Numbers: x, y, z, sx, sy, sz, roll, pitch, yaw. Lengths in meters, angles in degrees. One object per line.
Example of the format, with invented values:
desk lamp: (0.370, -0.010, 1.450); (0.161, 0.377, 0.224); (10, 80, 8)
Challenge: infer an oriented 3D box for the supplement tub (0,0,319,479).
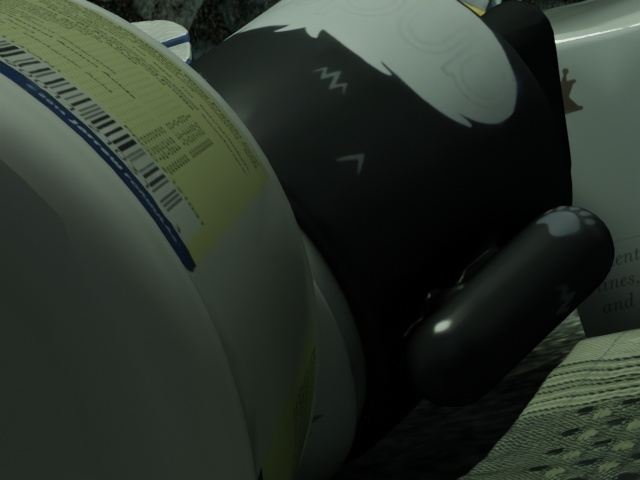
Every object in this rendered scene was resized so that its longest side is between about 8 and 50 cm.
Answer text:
supplement tub: (-0.121, 0.044, 0.541); (0.235, 0.235, 0.325); (-15, 7, 5)

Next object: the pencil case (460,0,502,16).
pencil case: (0.065, -0.116, 1.258); (0.124, 0.113, 0.273); (-40, 9, 9)

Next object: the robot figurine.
robot figurine: (-0.005, -0.003, 0.823); (0.278, 0.173, 0.209); (-40, 2, -37)

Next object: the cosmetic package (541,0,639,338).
cosmetic package: (0.229, -0.074, 1.081); (0.217, 0.156, 0.385); (-14, 8, 12)

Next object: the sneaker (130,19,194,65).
sneaker: (-0.096, 0.013, 1.233); (0.127, 0.182, 0.315); (-16, 36, 12)

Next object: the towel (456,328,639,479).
towel: (0.176, 0.070, 0.511); (0.324, 0.056, 0.312); (-9, 12, 27)
